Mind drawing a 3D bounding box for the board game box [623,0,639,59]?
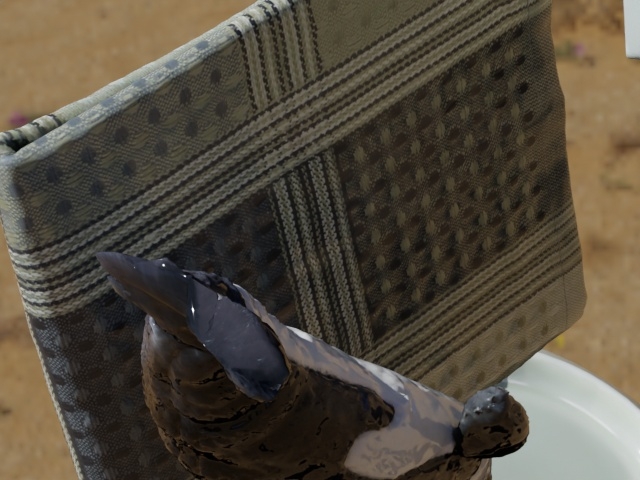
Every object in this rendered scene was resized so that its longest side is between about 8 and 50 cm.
[{"bbox_3d":[0.284,-0.157,0.830,0.224,0.098,0.303,5,24,27],"label":"board game box"}]

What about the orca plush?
[{"bbox_3d":[0.000,0.097,0.744,0.151,0.102,0.287,7,-16,10],"label":"orca plush"}]

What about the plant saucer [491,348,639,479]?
[{"bbox_3d":[0.126,0.174,1.208,0.400,0.100,0.400,15,38,-12],"label":"plant saucer"}]

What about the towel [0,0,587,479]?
[{"bbox_3d":[0.000,0.000,0.942,0.324,0.312,0.056,-33,42,-25],"label":"towel"}]
